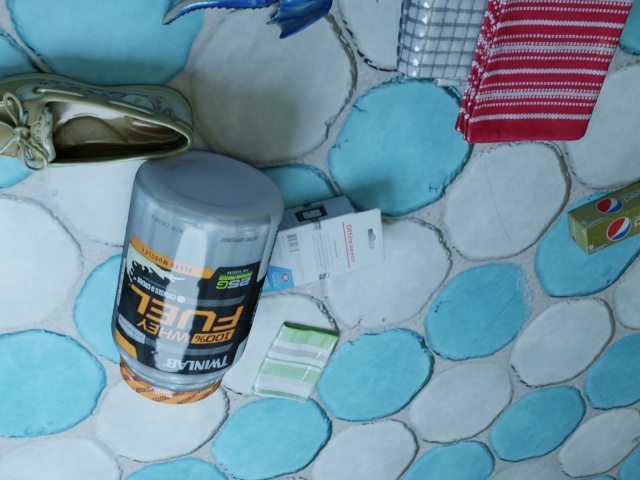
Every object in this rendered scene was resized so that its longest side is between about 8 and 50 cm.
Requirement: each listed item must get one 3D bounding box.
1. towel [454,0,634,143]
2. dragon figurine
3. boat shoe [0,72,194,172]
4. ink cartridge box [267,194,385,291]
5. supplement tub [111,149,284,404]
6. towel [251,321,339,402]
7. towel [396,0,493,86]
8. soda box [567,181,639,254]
[{"bbox_3d":[0.284,-0.246,0.801,0.199,0.031,0.275,-3,124,-18],"label":"towel"},{"bbox_3d":[-0.039,-0.295,0.776,0.289,0.085,0.144,-36,124,6],"label":"dragon figurine"},{"bbox_3d":[-0.296,-0.140,0.795,0.285,0.089,0.104,-6,123,-12],"label":"boat shoe"},{"bbox_3d":[0.000,0.000,0.991,0.180,0.060,0.104,-14,124,-8],"label":"ink cartridge box"},{"bbox_3d":[-0.175,0.055,0.893,0.193,0.193,0.316,6,120,-20],"label":"supplement tub"},{"bbox_3d":[-0.043,0.214,1.137,0.113,0.023,0.152,13,117,-25],"label":"towel"},{"bbox_3d":[0.230,-0.318,0.827,0.284,0.121,0.235,-5,124,-15],"label":"towel"},{"bbox_3d":[0.518,-0.046,1.119,0.181,0.058,0.061,-24,125,-2],"label":"soda box"}]
